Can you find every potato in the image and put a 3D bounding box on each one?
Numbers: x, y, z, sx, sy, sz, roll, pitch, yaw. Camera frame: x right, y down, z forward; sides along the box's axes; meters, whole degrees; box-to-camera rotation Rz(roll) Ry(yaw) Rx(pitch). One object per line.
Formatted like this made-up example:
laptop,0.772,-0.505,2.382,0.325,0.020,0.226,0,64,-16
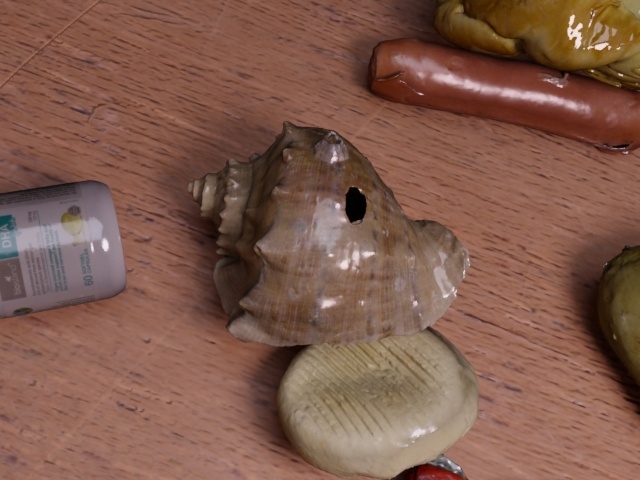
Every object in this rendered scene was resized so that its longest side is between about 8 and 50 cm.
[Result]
potato,0.466,0.131,1.115,0.210,0.173,0.308,-18,75,-21

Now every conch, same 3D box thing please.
conch,-0.004,-0.006,1.022,0.324,0.186,0.263,9,63,20

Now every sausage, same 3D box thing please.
sausage,0.269,-0.194,1.243,0.418,0.094,0.094,11,86,-9

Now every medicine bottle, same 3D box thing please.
medicine bottle,-0.329,0.014,1.003,0.215,0.135,0.135,-10,71,-17

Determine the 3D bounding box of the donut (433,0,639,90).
donut,0.326,-0.298,1.182,0.360,0.360,0.170,2,111,-12

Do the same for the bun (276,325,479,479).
bun,0.065,0.185,1.018,0.222,0.128,0.222,-8,41,7

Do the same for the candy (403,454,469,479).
candy,0.114,0.330,1.017,0.086,0.059,0.292,16,66,-7
